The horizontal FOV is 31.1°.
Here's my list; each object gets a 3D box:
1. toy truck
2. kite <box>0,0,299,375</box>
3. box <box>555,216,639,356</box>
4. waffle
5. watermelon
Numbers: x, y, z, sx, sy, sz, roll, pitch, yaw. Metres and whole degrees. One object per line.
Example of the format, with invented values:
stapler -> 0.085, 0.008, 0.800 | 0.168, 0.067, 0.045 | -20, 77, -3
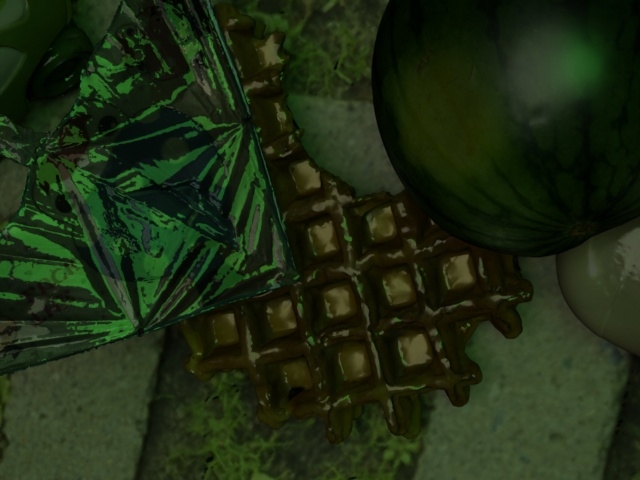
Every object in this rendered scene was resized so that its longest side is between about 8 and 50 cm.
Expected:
toy truck -> -0.285, -0.131, 0.798 | 0.148, 0.210, 0.187 | 52, 125, 9
kite -> -0.152, -0.048, 0.721 | 0.314, 0.011, 0.335 | 26, 84, -8
box -> 0.224, -0.024, 0.677 | 0.146, 0.088, 0.200 | 25, 99, 17
waffle -> 0.000, 0.000, 0.771 | 0.293, 0.069, 0.260 | 27, 103, 13
watermelon -> 0.114, -0.114, 0.632 | 0.204, 0.127, 0.232 | -4, 68, 28
